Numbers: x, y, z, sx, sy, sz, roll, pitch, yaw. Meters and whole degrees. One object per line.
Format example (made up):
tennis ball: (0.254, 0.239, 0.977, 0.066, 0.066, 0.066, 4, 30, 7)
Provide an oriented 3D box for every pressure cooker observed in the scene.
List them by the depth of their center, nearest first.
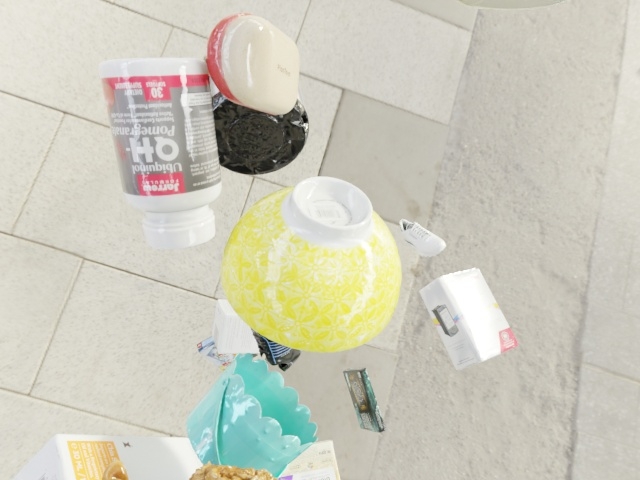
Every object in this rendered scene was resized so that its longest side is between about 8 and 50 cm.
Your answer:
pressure cooker: (-0.243, -0.482, 1.479, 0.369, 0.375, 0.421, -20, 54, 13)

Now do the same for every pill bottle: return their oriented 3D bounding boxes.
pill bottle: (-0.274, -0.155, 0.773, 0.176, 0.176, 0.319, -7, 111, -11)

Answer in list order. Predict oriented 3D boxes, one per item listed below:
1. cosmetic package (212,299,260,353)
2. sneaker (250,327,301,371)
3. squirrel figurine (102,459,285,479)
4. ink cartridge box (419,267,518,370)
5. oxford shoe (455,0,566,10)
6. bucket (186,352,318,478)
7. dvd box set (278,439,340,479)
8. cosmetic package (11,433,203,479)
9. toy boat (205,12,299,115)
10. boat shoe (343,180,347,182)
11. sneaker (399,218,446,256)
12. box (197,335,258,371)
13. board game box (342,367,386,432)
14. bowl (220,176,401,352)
cosmetic package: (-0.286, 0.314, 1.568, 0.183, 0.151, 0.152, 6, 102, -26)
sneaker: (-0.121, 0.250, 1.054, 0.090, 0.081, 0.232, -55, 135, -14)
squirrel figurine: (-0.228, 0.520, 0.749, 0.397, 0.281, 0.370, -42, 106, -1)
ink cartridge box: (0.523, 0.273, 1.518, 0.226, 0.131, 0.306, -7, 63, -33)
oxford shoe: (0.208, -0.423, 0.608, 0.449, 0.169, 0.130, 8, 44, -14)
bucket: (-0.161, 0.425, 1.003, 0.281, 0.281, 0.183, 45, 90, -1)
dvd box set: (-0.070, 0.762, 1.100, 0.307, 0.062, 0.421, -4, 49, -15)
cosmetic package: (-0.461, 0.620, 1.039, 0.161, 0.453, 0.230, -46, 55, 2)
toy boat: (-0.139, -0.316, 0.783, 0.151, 0.231, 0.151, 8, 101, 17)
boat shoe: (-0.019, -0.175, 1.686, 0.119, 0.324, 0.123, 0, 83, -35)
sneaker: (0.377, -0.013, 1.621, 0.090, 0.235, 0.095, -36, 117, -13)
box: (-0.378, 0.452, 1.765, 0.159, 0.233, 0.044, -30, 49, -2)
board game box: (0.132, 0.486, 1.316, 0.026, 0.126, 0.186, -13, 79, -26)
bowl: (0.000, 0.000, 0.638, 0.289, 0.156, 0.290, 9, 42, -8)
